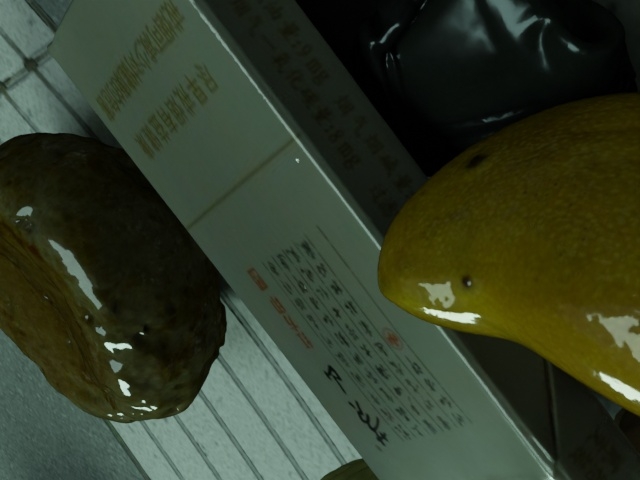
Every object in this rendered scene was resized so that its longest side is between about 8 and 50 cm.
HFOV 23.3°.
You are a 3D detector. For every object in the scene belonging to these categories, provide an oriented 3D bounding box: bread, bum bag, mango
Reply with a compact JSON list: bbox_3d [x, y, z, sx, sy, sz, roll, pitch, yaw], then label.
[{"bbox_3d":[-0.159,0.020,1.109,0.230,0.123,0.230,36,149,25],"label":"bread"},{"bbox_3d":[0.023,-0.098,0.798,0.326,0.079,0.142,4,127,51],"label":"bum bag"},{"bbox_3d":[0.150,0.005,0.644,0.262,0.157,0.109,13,147,22],"label":"mango"}]

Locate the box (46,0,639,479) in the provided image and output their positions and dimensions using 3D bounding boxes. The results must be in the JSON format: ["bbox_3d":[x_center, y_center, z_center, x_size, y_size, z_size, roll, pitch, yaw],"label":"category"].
[{"bbox_3d":[0.001,0.000,0.816,0.365,0.051,0.204,53,156,-2],"label":"box"}]

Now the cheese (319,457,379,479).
[{"bbox_3d":[0.085,0.237,1.007,0.226,0.117,0.214,54,153,-5],"label":"cheese"}]

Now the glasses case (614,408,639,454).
[{"bbox_3d":[0.241,0.145,0.773,0.102,0.070,0.193,-28,96,30],"label":"glasses case"}]
